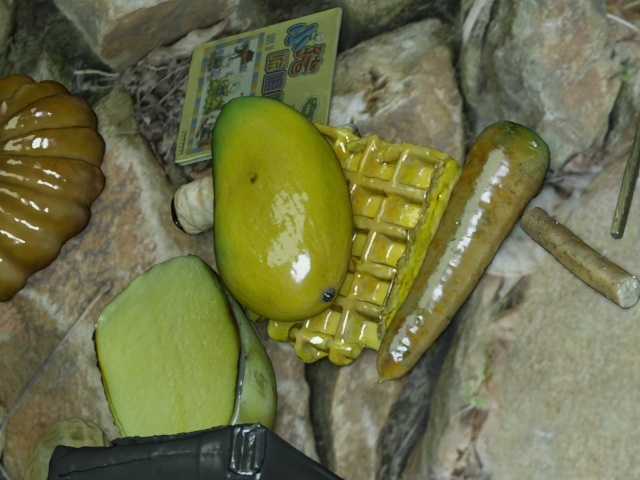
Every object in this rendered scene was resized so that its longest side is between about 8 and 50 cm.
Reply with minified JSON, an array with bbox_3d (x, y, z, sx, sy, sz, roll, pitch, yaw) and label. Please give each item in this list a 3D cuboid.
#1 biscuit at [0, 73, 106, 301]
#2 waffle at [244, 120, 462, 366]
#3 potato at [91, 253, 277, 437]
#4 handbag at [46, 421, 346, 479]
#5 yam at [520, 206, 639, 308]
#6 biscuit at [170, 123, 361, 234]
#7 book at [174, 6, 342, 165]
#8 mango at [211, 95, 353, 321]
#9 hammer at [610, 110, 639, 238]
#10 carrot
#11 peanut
[{"bbox_3d":[-0.399,-0.061,1.971,0.326,0.107,0.325,-16,50,20],"label":"biscuit"},{"bbox_3d":[0.000,0.000,1.645,0.219,0.057,0.229,18,83,35],"label":"waffle"},{"bbox_3d":[-0.108,0.133,1.618,0.160,0.111,0.271,-44,38,9],"label":"potato"},{"bbox_3d":[-0.079,0.229,1.439,0.223,0.247,0.080,-9,61,30],"label":"handbag"},{"bbox_3d":[0.229,0.014,1.531,0.032,0.032,0.145,-45,44,-2],"label":"yam"},{"bbox_3d":[-0.057,-0.061,1.761,0.219,0.055,0.061,-17,86,21],"label":"biscuit"},{"bbox_3d":[-0.068,-0.168,1.878,0.192,0.013,0.168,-12,52,26],"label":"book"},{"bbox_3d":[-0.037,-0.037,1.591,0.137,0.091,0.237,-15,66,22],"label":"mango"},{"bbox_3d":[0.302,-0.130,1.591,0.058,0.029,0.292,0,61,36],"label":"hammer"},{"bbox_3d":[0.118,0.023,1.576,0.078,0.078,0.298,21,75,42],"label":"carrot"},{"bbox_3d":[-0.243,0.256,1.641,0.093,0.083,0.194,-9,52,12],"label":"peanut"}]
